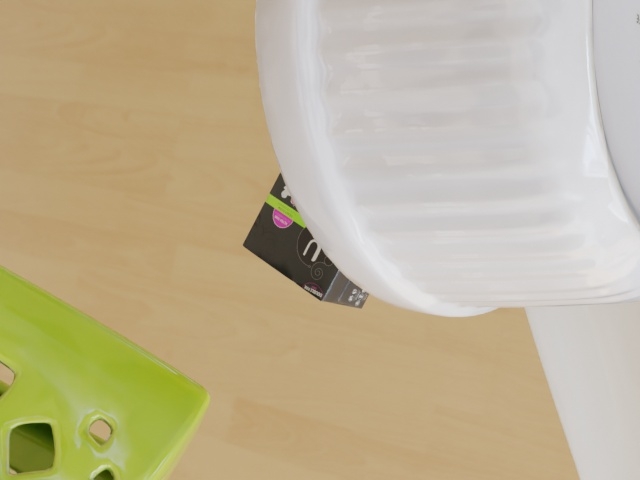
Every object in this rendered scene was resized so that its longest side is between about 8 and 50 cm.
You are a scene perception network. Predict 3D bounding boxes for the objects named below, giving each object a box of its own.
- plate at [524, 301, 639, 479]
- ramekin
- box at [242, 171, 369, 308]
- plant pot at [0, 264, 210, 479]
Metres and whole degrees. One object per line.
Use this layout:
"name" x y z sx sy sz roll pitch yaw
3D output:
"plate" 0.196 0.110 0.537 0.045 0.278 0.277 -30 29 -15
"ramekin" 0.085 -0.072 0.430 0.109 0.207 0.207 3 83 41
"box" 0.000 0.000 0.845 0.083 0.052 0.062 33 100 34
"plant pot" -0.227 0.154 0.756 0.227 0.228 0.207 30 62 -1
